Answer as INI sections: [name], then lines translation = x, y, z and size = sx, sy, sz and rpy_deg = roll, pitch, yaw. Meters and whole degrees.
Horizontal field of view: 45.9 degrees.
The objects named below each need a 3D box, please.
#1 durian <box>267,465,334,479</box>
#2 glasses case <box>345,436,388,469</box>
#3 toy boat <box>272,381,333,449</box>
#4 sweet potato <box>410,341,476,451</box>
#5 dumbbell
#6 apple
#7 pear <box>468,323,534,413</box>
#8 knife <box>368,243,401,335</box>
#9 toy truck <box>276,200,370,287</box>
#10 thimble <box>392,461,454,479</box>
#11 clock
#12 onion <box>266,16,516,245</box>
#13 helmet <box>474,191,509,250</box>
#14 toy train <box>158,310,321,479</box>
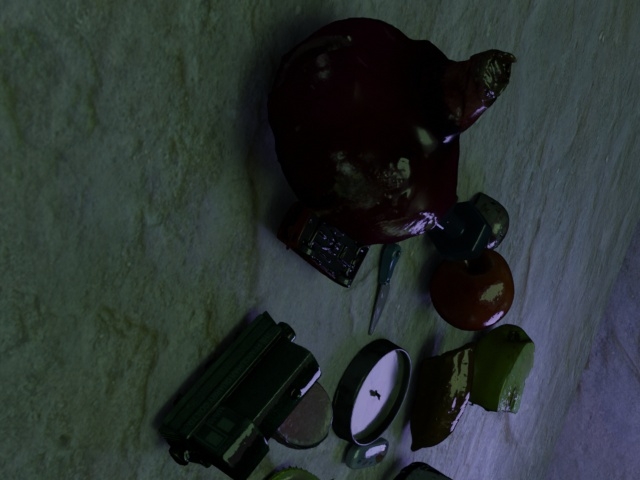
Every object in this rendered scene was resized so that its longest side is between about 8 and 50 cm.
[durian]
translation = -0.064, 0.569, 1.698
size = 0.215, 0.100, 0.086
rpy_deg = -22, 128, -38
[glasses case]
translation = 0.125, 0.561, 1.994
size = 0.178, 0.045, 0.067
rpy_deg = 10, 100, -55
[toy boat]
translation = -0.063, 0.362, 1.628
size = 0.227, 0.085, 0.155
rpy_deg = 46, 61, -41
[sweet potato]
translation = 0.340, 0.451, 2.137
size = 0.157, 0.157, 0.370
rpy_deg = -6, 112, -52
[dumbbell]
translation = 0.290, -0.056, 1.806
size = 0.144, 0.160, 0.325
rpy_deg = -40, 147, 15
[apple]
translation = 0.396, 0.125, 1.976
size = 0.218, 0.218, 0.201
rpy_deg = -46, 142, -29
[pear]
translation = 0.552, 0.393, 2.375
size = 0.286, 0.176, 0.282
rpy_deg = 25, 86, -60
[knife]
translation = 0.154, 0.118, 1.821
size = 0.058, 0.032, 0.244
rpy_deg = -27, 133, -54
[toy truck]
translation = 0.000, 0.000, 1.472
size = 0.107, 0.114, 0.252
rpy_deg = -61, 146, -9
[thimble]
translation = 0.290, 0.769, 2.177
size = 0.237, 0.150, 0.237
rpy_deg = -18, 118, -39
[clock]
translation = 0.135, 0.385, 1.907
size = 0.280, 0.055, 0.281
rpy_deg = -30, 130, -42
[onion]
translation = 0.147, -0.210, 1.276
size = 0.398, 0.420, 0.398
rpy_deg = 35, 44, -43
[helmet]
translation = 0.465, -0.035, 2.086
size = 0.153, 0.107, 0.177
rpy_deg = -54, 142, -25
[toy train]
translation = -0.133, 0.293, 1.394
size = 0.330, 0.178, 0.138
rpy_deg = -47, 140, -26
